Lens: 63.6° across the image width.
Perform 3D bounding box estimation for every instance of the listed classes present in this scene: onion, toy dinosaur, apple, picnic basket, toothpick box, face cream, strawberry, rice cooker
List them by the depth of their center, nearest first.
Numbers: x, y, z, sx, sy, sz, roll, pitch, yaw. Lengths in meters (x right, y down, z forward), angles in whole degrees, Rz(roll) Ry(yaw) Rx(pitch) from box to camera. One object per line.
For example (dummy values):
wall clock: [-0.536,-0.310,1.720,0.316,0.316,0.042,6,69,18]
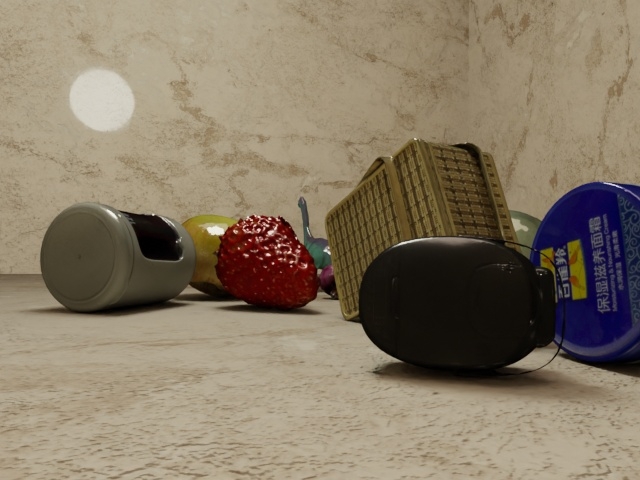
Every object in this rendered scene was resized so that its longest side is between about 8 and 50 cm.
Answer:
rice cooker: [0.142,0.067,0.536,0.202,0.142,0.118,4,-13,12]
face cream: [0.351,0.039,0.600,0.111,0.206,0.206,7,-3,-15]
picnic basket: [0.156,-0.009,0.890,0.175,0.228,0.313,4,-24,-31]
strawberry: [-0.096,0.059,1.104,0.244,0.205,0.205,22,12,37]
toothpick box: [-0.407,0.048,1.107,0.228,0.229,0.316,1,-3,18]
apple: [-0.280,0.038,1.360,0.260,0.194,0.261,12,-22,5]
onion: [0.050,0.116,1.390,0.115,0.115,0.105,1,43,18]
toy dinosaur: [0.000,0.000,1.687,0.129,0.331,0.383,-1,-3,-24]

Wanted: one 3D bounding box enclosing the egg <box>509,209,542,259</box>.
egg: [0.500,0.041,1.449,0.258,0.259,0.352,2,3,-37]
